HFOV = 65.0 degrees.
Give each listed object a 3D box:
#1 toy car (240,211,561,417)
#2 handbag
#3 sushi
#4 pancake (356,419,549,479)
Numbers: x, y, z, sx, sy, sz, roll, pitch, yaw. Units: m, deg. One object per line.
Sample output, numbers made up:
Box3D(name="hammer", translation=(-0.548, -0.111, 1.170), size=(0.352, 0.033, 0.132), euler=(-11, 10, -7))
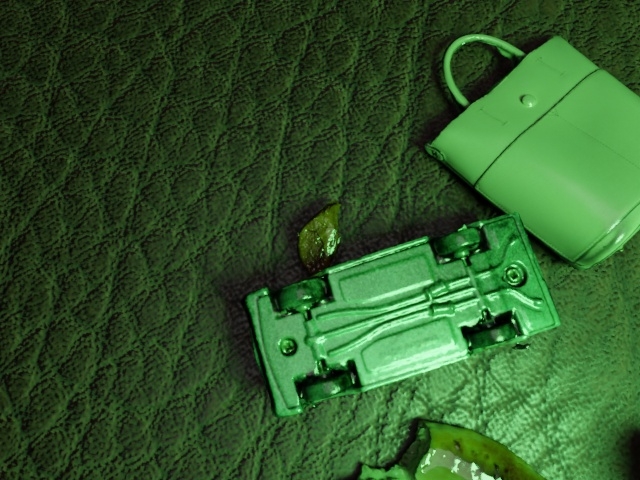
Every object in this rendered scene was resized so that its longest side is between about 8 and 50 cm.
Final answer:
Box3D(name="toy car", translation=(0.086, 0.080, 0.541), size=(0.320, 0.097, 0.142), euler=(-17, 80, -6))
Box3D(name="handbag", translation=(0.270, -0.132, 0.616), size=(0.241, 0.109, 0.315), euler=(-40, 70, -10))
Box3D(name="sushi", translation=(0.000, 0.000, 0.582), size=(0.050, 0.047, 0.099), euler=(19, 95, 13))
Box3D(name="pancake", translation=(0.190, 0.385, 0.480), size=(0.304, 0.067, 0.427), euler=(-10, 71, -10))
